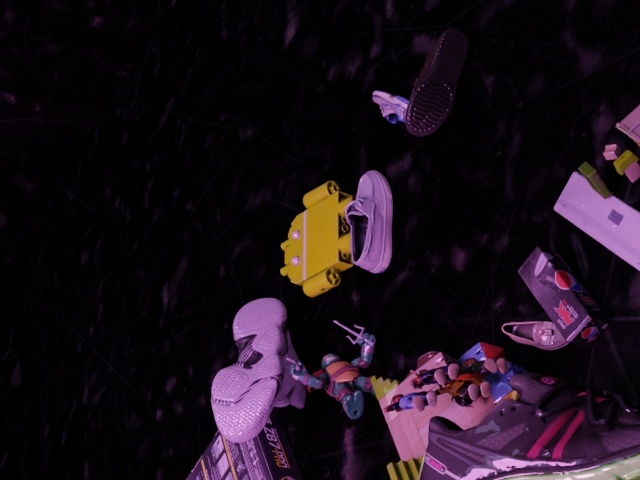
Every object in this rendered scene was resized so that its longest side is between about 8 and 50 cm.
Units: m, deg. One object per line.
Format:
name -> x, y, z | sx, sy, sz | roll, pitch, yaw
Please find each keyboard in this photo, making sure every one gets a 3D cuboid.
keyboard -> 0.448, -0.026, 1.560 | 0.072, 0.014, 0.256 | -59, 35, 12

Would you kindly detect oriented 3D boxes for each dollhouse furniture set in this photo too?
dollhouse furniture set -> 0.473, -0.135, 1.556 | 0.152, 0.058, 0.076 | -43, 34, 6

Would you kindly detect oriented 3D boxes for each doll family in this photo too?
doll family -> 0.182, 0.215, 1.506 | 0.111, 0.193, 0.076 | 165, 101, -70

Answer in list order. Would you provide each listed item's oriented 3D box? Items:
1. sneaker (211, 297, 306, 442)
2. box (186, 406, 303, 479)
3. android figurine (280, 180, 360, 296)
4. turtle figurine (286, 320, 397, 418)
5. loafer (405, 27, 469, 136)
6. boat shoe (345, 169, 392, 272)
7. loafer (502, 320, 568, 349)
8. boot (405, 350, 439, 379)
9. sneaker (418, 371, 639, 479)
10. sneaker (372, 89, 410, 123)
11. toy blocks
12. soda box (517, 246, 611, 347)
sneaker -> -0.111, 0.300, 2.036 | 0.137, 0.210, 0.366 | -9, 35, 13
box -> -0.154, 0.570, 2.123 | 0.318, 0.097, 0.395 | -57, 35, 22
android figurine -> 0.000, 0.000, 2.190 | 0.273, 0.056, 0.248 | -26, 55, 47
turtle figurine -> 0.045, 0.252, 1.955 | 0.175, 0.118, 0.234 | -33, 33, -13
loafer -> 0.225, -0.301, 1.978 | 0.220, 0.080, 0.078 | -65, 10, -4
boat shoe -> 0.093, -0.047, 2.041 | 0.079, 0.081, 0.227 | -33, 50, 46
loafer -> 0.341, 0.148, 1.614 | 0.125, 0.039, 0.045 | -3, 72, 56
boot -> 0.191, 0.266, 1.789 | 0.106, 0.037, 0.114 | 118, 152, -41
sneaker -> 0.335, 0.256, 1.341 | 0.483, 0.185, 0.202 | -17, 60, 26
sneaker -> 0.143, -0.273, 2.100 | 0.135, 0.052, 0.058 | 30, 105, 58
toy blocks -> 0.254, 0.301, 1.583 | 0.261, 0.191, 0.381 | -43, 43, 22
soda box -> 0.375, 0.085, 1.578 | 0.060, 0.053, 0.169 | -57, 36, 25
